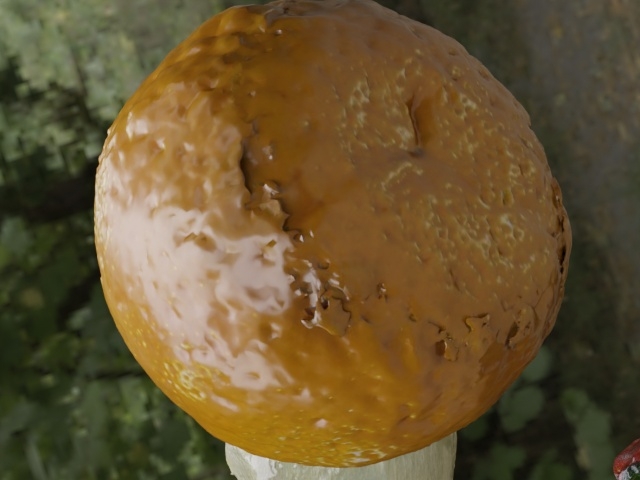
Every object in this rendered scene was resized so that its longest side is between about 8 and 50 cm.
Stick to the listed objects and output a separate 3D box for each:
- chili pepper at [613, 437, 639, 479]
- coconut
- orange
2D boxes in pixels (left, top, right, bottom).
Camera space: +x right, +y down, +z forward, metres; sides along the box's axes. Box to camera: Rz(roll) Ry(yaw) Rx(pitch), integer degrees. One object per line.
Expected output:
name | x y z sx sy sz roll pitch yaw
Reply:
chili pepper | 0.375 0.258 1.834 0.092 0.137 0.368 61 -168 11
coconut | 0.022 0.193 1.705 0.245 0.245 0.247 -138 50 -73
orange | 0.000 0.000 1.183 0.293 0.341 0.340 -41 64 47
